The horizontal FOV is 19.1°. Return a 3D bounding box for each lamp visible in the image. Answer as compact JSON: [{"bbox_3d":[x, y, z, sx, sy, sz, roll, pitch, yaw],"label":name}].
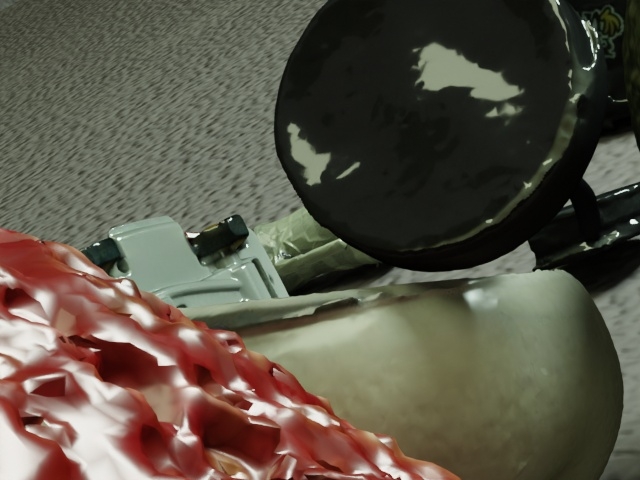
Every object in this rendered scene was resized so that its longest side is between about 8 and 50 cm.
[{"bbox_3d":[0.087,-0.048,0.763,0.130,0.108,0.371,-23,-6,21],"label":"lamp"}]

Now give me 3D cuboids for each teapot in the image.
[{"bbox_3d":[0.000,0.000,1.052,0.083,0.057,0.067,-25,12,21],"label":"teapot"}]

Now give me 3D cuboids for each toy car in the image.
[{"bbox_3d":[-0.088,0.053,0.941,0.139,0.112,0.112,-25,-3,-42],"label":"toy car"}]

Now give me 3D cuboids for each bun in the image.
[{"bbox_3d":[0.021,0.074,0.664,0.173,0.119,0.173,-8,-4,-1],"label":"bun"}]

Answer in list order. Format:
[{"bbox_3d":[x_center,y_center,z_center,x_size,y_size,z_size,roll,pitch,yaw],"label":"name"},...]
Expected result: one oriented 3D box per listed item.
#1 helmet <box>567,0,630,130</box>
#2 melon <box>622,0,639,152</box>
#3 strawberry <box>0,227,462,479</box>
[{"bbox_3d":[0.194,-0.179,1.161,0.279,0.160,0.230,-8,21,46],"label":"helmet"},{"bbox_3d":[0.253,-0.080,0.636,0.302,0.237,0.237,-27,17,-4],"label":"melon"},{"bbox_3d":[-0.102,0.139,0.466,0.292,0.310,0.291,-48,18,21],"label":"strawberry"}]
